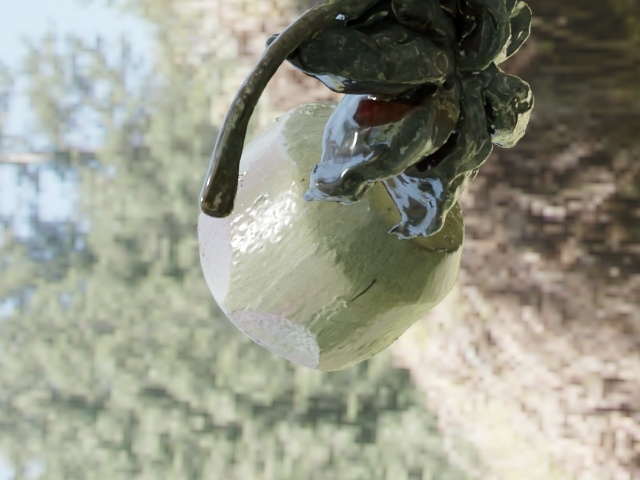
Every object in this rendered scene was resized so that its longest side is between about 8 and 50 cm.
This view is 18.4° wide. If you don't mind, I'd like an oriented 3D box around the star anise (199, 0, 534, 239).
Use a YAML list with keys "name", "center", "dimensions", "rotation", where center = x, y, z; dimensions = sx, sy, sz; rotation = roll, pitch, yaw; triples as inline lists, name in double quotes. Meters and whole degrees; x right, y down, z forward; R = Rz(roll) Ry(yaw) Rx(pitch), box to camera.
- name: "star anise"
  center: [0.075, -0.120, 1.495]
  dimensions: [0.316, 0.139, 0.359]
  rotation: [36, -107, -45]

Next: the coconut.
- name: "coconut"
  center: [0.001, 0.000, 1.752]
  dimensions: [0.227, 0.230, 0.227]
  rotation: [34, -143, -31]
